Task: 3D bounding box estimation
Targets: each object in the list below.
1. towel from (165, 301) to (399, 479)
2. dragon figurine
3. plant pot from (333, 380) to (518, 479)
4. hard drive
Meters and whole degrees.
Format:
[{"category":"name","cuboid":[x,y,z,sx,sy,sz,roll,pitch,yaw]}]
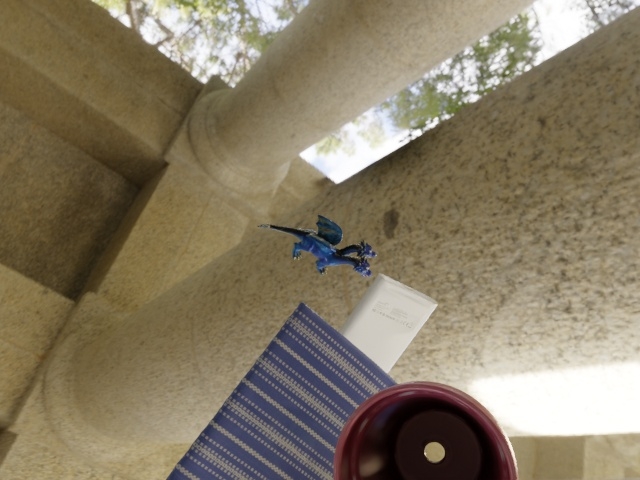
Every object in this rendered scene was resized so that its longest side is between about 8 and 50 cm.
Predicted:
[{"category":"towel","cuboid":[-0.046,0.295,0.898,0.243,0.040,0.336,42,-104,-19]},{"category":"dragon figurine","cuboid":[0.000,0.000,1.464,0.289,0.144,0.085,36,-130,-10]},{"category":"plant pot","cuboid":[0.136,0.272,0.734,0.180,0.202,0.201,31,-133,-69]},{"category":"hard drive","cuboid":[0.167,0.259,1.714,0.203,0.307,0.040,26,-162,-22]}]
